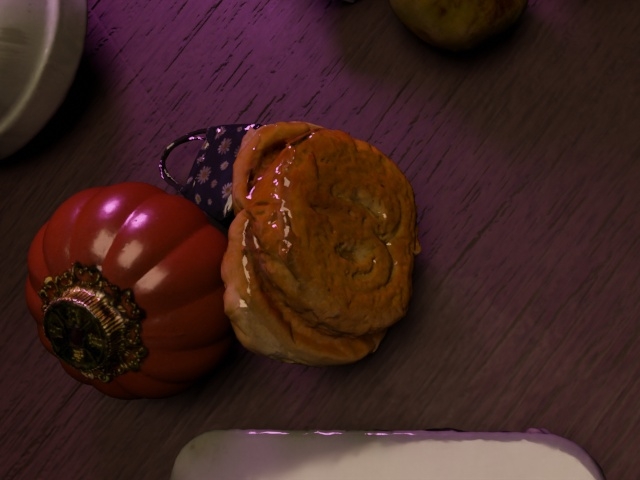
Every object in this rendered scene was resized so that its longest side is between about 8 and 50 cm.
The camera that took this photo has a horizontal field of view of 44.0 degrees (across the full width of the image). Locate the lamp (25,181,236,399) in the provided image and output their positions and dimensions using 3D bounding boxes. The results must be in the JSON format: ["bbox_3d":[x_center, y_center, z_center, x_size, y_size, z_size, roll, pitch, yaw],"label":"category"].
[{"bbox_3d":[-0.183,0.050,0.783,0.223,0.196,0.223,8,114,18],"label":"lamp"}]

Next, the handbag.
[{"bbox_3d":[-0.121,-0.078,0.872,0.139,0.072,0.115,16,80,23],"label":"handbag"}]

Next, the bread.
[{"bbox_3d":[0.002,0.001,0.754,0.120,0.198,0.236,-13,68,48],"label":"bread"}]

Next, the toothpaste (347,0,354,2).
[{"bbox_3d":[0.095,-0.377,0.793,0.336,0.081,0.067,-38,58,44],"label":"toothpaste"}]

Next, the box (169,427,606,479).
[{"bbox_3d":[0.051,0.360,0.677,0.395,0.111,0.397,-2,73,14],"label":"box"}]

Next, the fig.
[{"bbox_3d":[0.143,-0.270,0.830,0.152,0.121,0.136,21,76,20],"label":"fig"}]

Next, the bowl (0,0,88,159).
[{"bbox_3d":[-0.437,-0.249,0.927,0.307,0.163,0.307,-4,81,28],"label":"bowl"}]
